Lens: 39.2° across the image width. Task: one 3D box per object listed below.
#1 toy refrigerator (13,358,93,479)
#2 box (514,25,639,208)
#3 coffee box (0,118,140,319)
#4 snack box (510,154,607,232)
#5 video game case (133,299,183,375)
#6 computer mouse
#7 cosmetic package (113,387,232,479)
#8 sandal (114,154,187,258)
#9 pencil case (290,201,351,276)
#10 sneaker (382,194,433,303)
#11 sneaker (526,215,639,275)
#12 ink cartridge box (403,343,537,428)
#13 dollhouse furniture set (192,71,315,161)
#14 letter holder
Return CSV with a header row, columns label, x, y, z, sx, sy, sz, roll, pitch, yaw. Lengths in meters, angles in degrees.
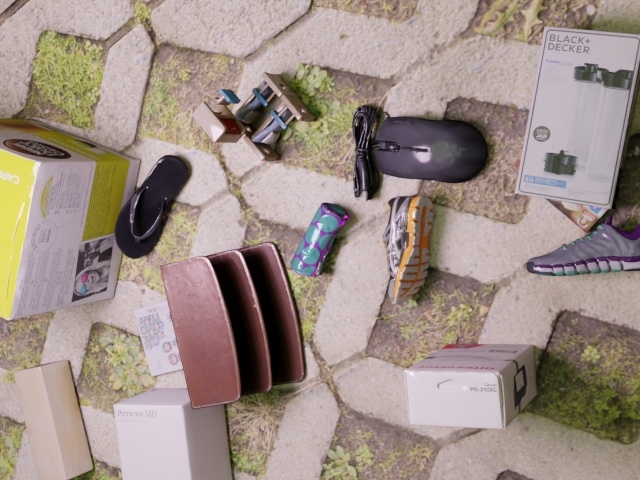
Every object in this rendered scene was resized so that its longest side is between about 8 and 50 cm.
label,x,y,z,sx,sy,sz,roll,pitch,yaw
toy refrigerator,-0.629,0.425,2.129,0.102,0.094,0.269,-15,88,33
box,0.441,-0.207,1.529,0.169,0.087,0.290,12,95,22
coffee box,-0.650,-0.062,1.954,0.338,0.334,0.338,20,104,23
snack box,0.426,-0.095,1.599,0.178,0.022,0.064,43,110,16
video game case,-0.339,0.213,2.005,0.143,0.019,0.157,-17,88,27
computer mouse,0.174,-0.164,1.688,0.272,0.072,0.188,2,95,26
cosmetic package,-0.308,0.513,1.946,0.197,0.155,0.365,-6,93,29
sandal,-0.375,-0.071,1.951,0.097,0.054,0.254,24,108,-14
pencil case,0.000,0.000,1.793,0.070,0.064,0.151,38,111,35
sneaker,0.157,0.015,1.717,0.083,0.084,0.214,15,98,38
sneaker,0.470,0.010,1.564,0.224,0.083,0.098,-5,86,16
ink cartridge box,0.270,0.252,1.589,0.172,0.237,0.100,-3,94,27
dollhouse furniture set,-0.126,-0.242,1.764,0.129,0.184,0.129,-45,76,22
letter holder,-0.172,0.170,1.848,0.214,0.152,0.301,-13,89,25
